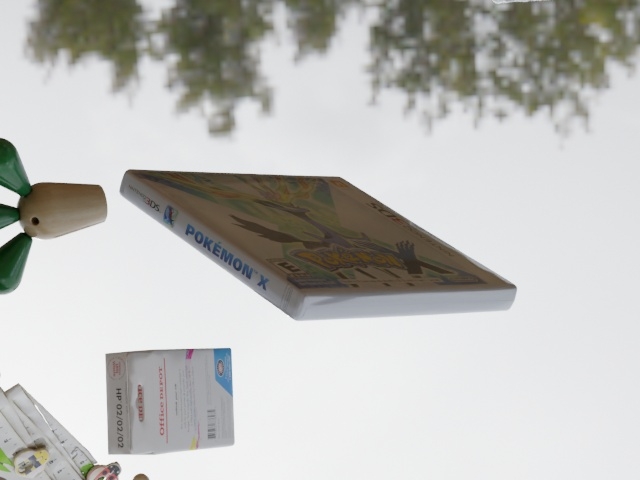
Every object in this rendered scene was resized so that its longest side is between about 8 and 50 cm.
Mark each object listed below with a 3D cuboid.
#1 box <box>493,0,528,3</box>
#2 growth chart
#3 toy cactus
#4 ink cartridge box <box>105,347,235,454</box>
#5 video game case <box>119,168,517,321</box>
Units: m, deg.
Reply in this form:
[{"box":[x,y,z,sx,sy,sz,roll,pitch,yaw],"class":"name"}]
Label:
[{"box":[0.029,-0.231,0.815,0.275,0.113,0.094,41,-151,22],"class":"box"},{"box":[-0.269,0.199,1.445,0.172,0.237,0.021,-41,-136,1],"class":"growth chart"},{"box":[-0.272,-0.018,1.477,0.180,0.219,0.112,-8,-167,-26],"class":"toy cactus"},{"box":[-0.161,0.162,1.773,0.062,0.104,0.181,-5,175,30],"class":"ink cartridge box"},{"box":[0.000,0.000,1.867,0.329,0.036,0.300,-1,-154,-45],"class":"video game case"}]
